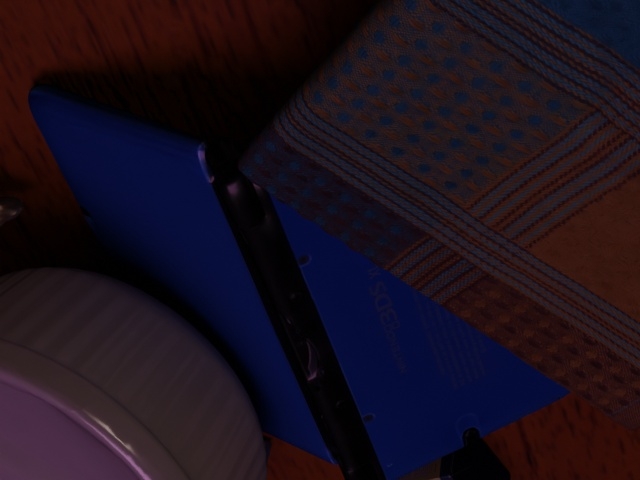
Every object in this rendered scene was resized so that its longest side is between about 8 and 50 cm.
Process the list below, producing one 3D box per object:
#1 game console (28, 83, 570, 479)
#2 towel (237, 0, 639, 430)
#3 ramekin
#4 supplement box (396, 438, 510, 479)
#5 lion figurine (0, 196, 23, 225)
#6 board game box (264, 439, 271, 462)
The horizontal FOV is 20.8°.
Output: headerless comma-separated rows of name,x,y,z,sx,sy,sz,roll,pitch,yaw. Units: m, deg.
game console,0.000,0.000,1.066,0.250,0.173,0.293,-26,134,-4
towel,0.145,-0.042,0.770,0.271,0.040,0.370,34,148,-10
ramekin,-0.157,0.137,1.111,0.273,0.127,0.273,19,135,20
supplement box,0.076,0.171,1.214,0.083,0.056,0.083,-16,131,28
lion figurine,-0.405,-0.026,1.083,0.392,0.142,0.240,-23,121,16
board game box,-0.147,0.191,1.306,0.160,0.039,0.211,20,139,-9
